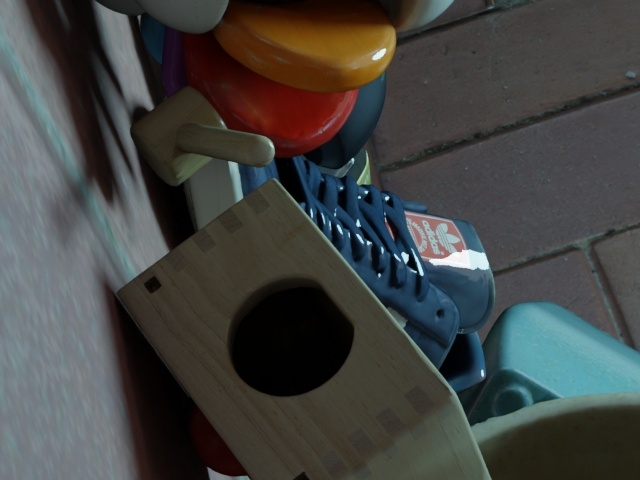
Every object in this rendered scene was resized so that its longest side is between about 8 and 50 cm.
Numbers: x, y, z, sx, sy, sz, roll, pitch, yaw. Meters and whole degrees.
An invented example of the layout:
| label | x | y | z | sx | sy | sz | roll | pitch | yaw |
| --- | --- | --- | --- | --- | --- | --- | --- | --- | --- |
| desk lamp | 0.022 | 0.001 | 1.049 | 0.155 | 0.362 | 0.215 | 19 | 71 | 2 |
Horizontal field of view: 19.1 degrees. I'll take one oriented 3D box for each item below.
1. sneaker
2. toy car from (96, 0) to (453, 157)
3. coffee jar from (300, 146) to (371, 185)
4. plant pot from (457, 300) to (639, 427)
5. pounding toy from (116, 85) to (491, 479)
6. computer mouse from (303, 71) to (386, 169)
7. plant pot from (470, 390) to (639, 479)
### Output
| label | x | y | z | sx | sy | sz | roll | pitch | yaw |
| --- | --- | --- | --- | --- | --- | --- | --- | --- | --- |
| sneaker | 0.016 | 0.006 | 1.085 | 0.350 | 0.148 | 0.131 | 64 | 10 | -61 |
| toy car | -0.027 | -0.108 | 0.883 | 0.182 | 0.159 | 0.136 | -154 | -116 | -62 |
| coffee jar | 0.000 | 0.000 | 1.250 | 0.096 | 0.079 | 0.184 | -54 | 144 | -27 |
| plant pot | 0.170 | 0.187 | 1.279 | 0.247 | 0.247 | 0.252 | 30 | 0 | 18 |
| pounding toy | -0.035 | 0.031 | 0.788 | 0.206 | 0.094 | 0.181 | 50 | -7 | 29 |
| computer mouse | -0.027 | -0.148 | 1.167 | 0.272 | 0.072 | 0.188 | 52 | -15 | 45 |
| plant pot | 0.169 | 0.303 | 1.007 | 0.305 | 0.333 | 0.334 | 83 | -4 | -46 |
